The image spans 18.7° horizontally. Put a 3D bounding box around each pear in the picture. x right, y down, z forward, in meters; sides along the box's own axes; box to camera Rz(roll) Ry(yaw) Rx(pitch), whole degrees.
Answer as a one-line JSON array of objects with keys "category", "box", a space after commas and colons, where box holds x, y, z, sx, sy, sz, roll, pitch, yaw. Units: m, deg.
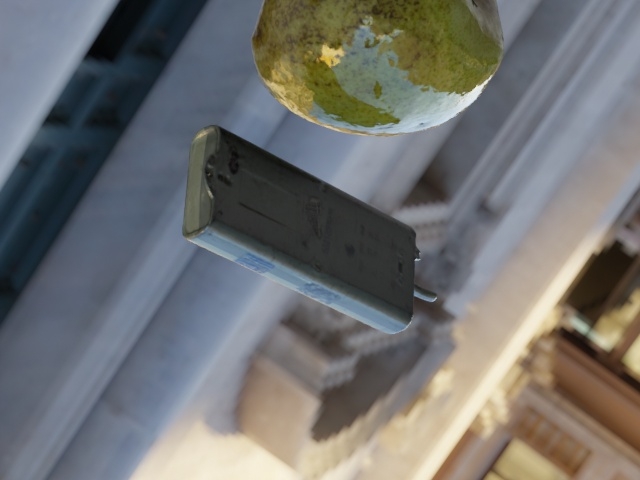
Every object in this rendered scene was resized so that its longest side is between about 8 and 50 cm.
[{"category": "pear", "box": [0.037, -0.171, 1.493, 0.197, 0.197, 0.197, 32, -167, -8]}]

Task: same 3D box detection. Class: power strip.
[{"category": "power strip", "box": [0.000, 0.000, 1.473, 0.268, 0.034, 0.092, 26, -125, -39]}]
